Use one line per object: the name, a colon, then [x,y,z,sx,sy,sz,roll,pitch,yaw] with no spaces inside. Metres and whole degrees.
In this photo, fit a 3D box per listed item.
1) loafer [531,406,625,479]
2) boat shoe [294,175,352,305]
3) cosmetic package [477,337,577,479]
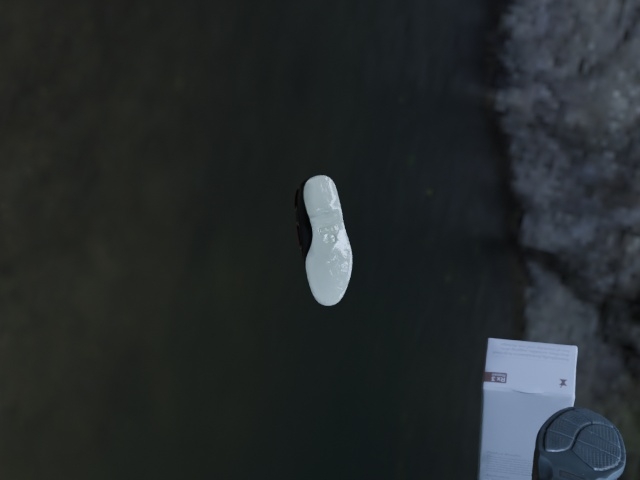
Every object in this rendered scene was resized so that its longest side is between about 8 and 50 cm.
loafer: [0.246,0.259,1.654,0.267,0.096,0.084,-54,168,-64]
boat shoe: [0.002,0.000,1.658,0.042,0.049,0.133,173,-90,-76]
cosmetic package: [0.261,0.223,2.066,0.231,0.117,0.085,88,10,-50]
